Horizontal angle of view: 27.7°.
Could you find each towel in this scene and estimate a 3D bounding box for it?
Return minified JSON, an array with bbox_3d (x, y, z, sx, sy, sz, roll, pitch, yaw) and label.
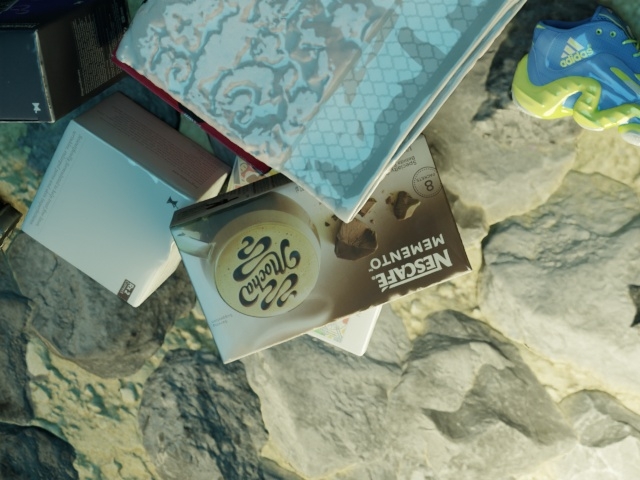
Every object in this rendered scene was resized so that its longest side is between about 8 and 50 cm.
[{"bbox_3d":[0.000,-0.231,1.323,0.317,0.053,0.332,38,106,1],"label":"towel"}]

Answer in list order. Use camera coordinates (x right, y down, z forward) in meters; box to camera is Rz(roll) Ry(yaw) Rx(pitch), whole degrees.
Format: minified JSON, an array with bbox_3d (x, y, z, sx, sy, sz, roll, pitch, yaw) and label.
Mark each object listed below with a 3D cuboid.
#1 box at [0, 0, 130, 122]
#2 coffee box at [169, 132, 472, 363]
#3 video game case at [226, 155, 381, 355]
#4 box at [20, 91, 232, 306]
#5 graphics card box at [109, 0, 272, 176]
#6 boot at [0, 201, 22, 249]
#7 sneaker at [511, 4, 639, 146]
[{"bbox_3d":[-0.330,-0.217,1.502,0.153,0.207,0.108,2,114,19],"label":"box"},{"bbox_3d":[0.000,0.000,1.462,0.297,0.119,0.168,-20,101,0],"label":"coffee box"},{"bbox_3d":[-0.021,0.014,1.600,0.227,0.026,0.206,23,119,9],"label":"video game case"},{"bbox_3d":[-0.238,-0.051,1.596,0.182,0.119,0.181,34,120,3],"label":"box"},{"bbox_3d":[-0.046,-0.282,1.434,0.233,0.094,0.371,37,121,1],"label":"graphics card box"},{"bbox_3d":[-0.540,-0.011,1.737,0.207,0.094,0.246,37,114,-3],"label":"boot"},{"bbox_3d":[0.320,-0.173,1.352,0.240,0.091,0.126,12,116,16],"label":"sneaker"}]
